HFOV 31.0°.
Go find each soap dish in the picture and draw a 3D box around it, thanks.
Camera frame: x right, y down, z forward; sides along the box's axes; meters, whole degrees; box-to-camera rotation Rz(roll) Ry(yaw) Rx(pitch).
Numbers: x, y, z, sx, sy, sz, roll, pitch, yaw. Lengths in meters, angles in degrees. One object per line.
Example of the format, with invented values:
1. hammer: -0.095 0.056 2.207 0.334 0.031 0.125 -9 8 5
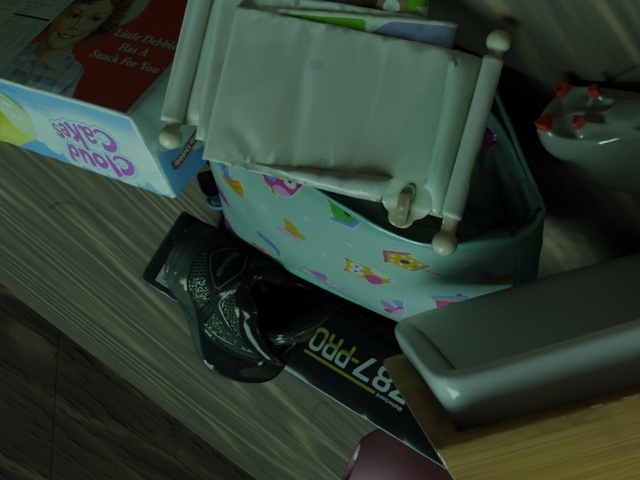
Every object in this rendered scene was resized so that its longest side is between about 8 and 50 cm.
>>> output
1. soap dish: 0.196 0.083 0.699 0.229 0.291 0.118 -128 24 -84

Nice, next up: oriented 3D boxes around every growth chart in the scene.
1. growth chart: 0.005 -0.106 0.754 0.237 0.172 0.021 20 175 18

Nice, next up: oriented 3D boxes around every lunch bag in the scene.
1. lunch bag: 0.053 -0.037 0.864 0.262 0.160 0.223 32 162 17

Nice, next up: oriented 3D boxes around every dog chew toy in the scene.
1. dog chew toy: 0.195 0.416 1.758 0.332 0.206 0.206 24 162 -1

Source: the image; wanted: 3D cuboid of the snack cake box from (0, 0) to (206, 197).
1. snack cake box: -0.181 -0.145 0.945 0.264 0.152 0.089 18 148 36

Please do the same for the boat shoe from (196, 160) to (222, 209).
1. boat shoe: -0.088 -0.073 1.095 0.258 0.089 0.109 42 159 -29

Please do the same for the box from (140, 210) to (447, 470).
1. box: 0.008 0.112 1.302 0.395 0.097 0.318 31 180 2

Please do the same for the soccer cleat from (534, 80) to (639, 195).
1. soccer cleat: 0.218 -0.056 0.706 0.076 0.068 0.196 39 168 -37

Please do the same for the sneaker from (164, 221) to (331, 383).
1. sneaker: -0.050 0.083 1.031 0.130 0.087 0.227 29 155 27
